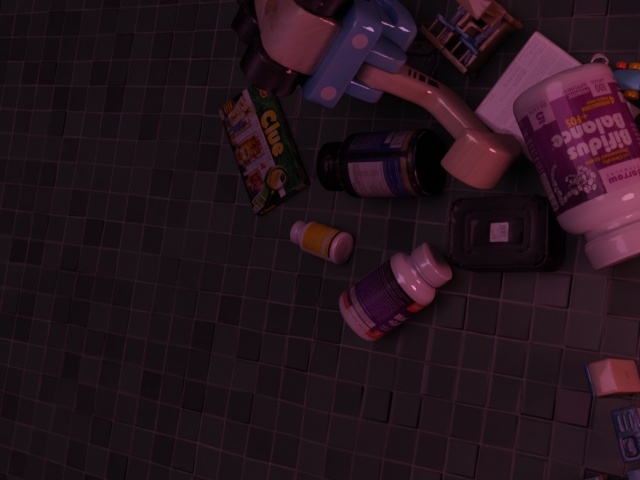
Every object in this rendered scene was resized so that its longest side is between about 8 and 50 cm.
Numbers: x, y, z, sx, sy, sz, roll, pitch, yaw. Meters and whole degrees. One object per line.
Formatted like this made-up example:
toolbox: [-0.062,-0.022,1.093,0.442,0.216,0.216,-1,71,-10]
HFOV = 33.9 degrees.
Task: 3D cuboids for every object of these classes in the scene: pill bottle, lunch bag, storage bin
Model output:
pill bottle: [0.136,0.088,1.873,0.193,0.108,0.108,-38,63,25]
pill bottle: [0.107,-0.139,1.919,0.219,0.123,0.122,1,83,35]
pill bottle: [0.432,-0.112,1.652,0.169,0.169,0.301,-26,79,29]
lunch bag: [0.176,-0.331,1.945,0.071,0.053,0.083,18,79,35]
pill bottle: [0.000,0.000,2.006,0.116,0.065,0.065,20,94,34]
storage bin: [0.316,-0.010,1.779,0.180,0.084,0.122,-2,81,35]

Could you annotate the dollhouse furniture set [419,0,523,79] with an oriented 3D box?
dollhouse furniture set: [0.239,-0.383,1.816,0.129,0.184,0.129,-48,69,18]

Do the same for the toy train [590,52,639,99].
toy train: [0.531,-0.298,1.701,0.166,0.046,0.125,-33,64,23]

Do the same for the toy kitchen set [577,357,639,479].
toy kitchen set: [0.420,0.305,1.633,0.166,0.122,0.207,-21,71,30]

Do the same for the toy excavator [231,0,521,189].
toy excavator: [0.106,-0.303,1.791,0.222,0.445,0.432,-57,28,31]

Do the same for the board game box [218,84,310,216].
board game box: [-0.118,-0.194,2.142,0.136,0.030,0.259,-31,66,25]

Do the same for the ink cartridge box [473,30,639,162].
ink cartridge box: [0.400,-0.218,1.786,0.225,0.056,0.181,40,106,13]

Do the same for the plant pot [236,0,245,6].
plant pot: [-0.060,-0.468,2.021,0.215,0.230,0.215,-6,80,34]
